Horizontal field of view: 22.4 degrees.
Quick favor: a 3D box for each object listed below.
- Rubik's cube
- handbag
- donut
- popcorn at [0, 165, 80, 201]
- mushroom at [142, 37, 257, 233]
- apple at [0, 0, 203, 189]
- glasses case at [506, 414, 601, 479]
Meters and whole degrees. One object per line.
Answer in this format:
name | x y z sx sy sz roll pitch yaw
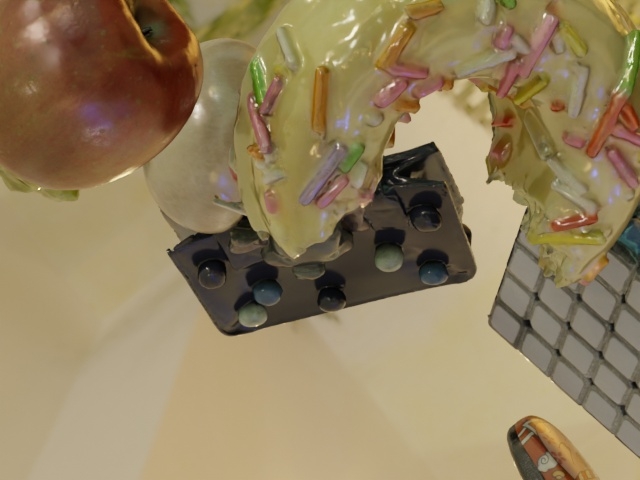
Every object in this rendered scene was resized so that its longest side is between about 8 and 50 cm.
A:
Rubik's cube | 0.345 0.035 1.624 0.237 0.237 0.238 42 146 25
handbag | 0.000 0.000 1.826 0.269 0.326 0.118 58 -160 -60
donut | 0.120 -0.107 1.348 0.371 0.307 0.150 8 -156 -17
popcorn | -0.282 -0.189 1.854 0.242 0.250 0.235 59 -159 -18
mushroom | -0.085 -0.104 1.694 0.204 0.204 0.204 47 -163 -19
apple | -0.192 -0.133 1.312 0.181 0.168 0.181 33 -147 -25
glasses case | 0.291 0.306 1.762 0.266 0.067 0.103 57 -160 23
